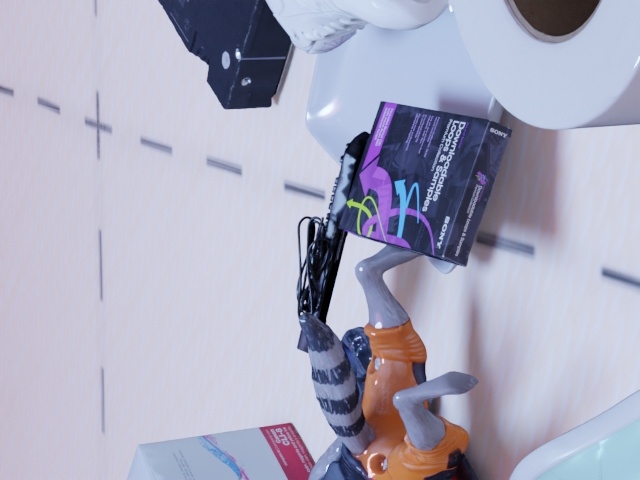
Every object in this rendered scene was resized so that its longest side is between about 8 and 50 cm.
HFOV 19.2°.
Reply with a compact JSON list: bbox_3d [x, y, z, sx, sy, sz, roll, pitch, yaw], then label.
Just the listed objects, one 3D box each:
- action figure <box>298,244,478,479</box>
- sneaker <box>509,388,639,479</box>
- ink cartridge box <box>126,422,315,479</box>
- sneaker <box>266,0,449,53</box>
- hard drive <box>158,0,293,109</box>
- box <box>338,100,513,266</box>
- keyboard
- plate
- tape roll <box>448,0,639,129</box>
[{"bbox_3d":[0.036,0.164,1.622,0.341,0.178,0.330,-124,34,-48],"label":"action figure"},{"bbox_3d":[0.228,0.205,1.371,0.256,0.094,0.151,-47,57,56],"label":"sneaker"},{"bbox_3d":[-0.099,0.278,1.896,0.127,0.176,0.128,59,142,39],"label":"ink cartridge box"},{"bbox_3d":[0.029,-0.217,1.582,0.305,0.114,0.152,-136,34,-56],"label":"sneaker"},{"bbox_3d":[-0.074,-0.331,1.861,0.237,0.064,0.339,57,142,40],"label":"hard drive"},{"bbox_3d":[0.082,-0.049,1.529,0.162,0.029,0.116,16,87,57],"label":"box"},{"bbox_3d":[0.000,0.000,1.644,0.100,0.038,0.192,-53,-23,-72],"label":"keyboard"},{"bbox_3d":[0.086,-0.155,1.617,0.278,0.045,0.277,49,135,47],"label":"plate"},{"bbox_3d":[0.216,-0.198,1.241,0.246,0.169,0.246,20,112,60],"label":"tape roll"}]
